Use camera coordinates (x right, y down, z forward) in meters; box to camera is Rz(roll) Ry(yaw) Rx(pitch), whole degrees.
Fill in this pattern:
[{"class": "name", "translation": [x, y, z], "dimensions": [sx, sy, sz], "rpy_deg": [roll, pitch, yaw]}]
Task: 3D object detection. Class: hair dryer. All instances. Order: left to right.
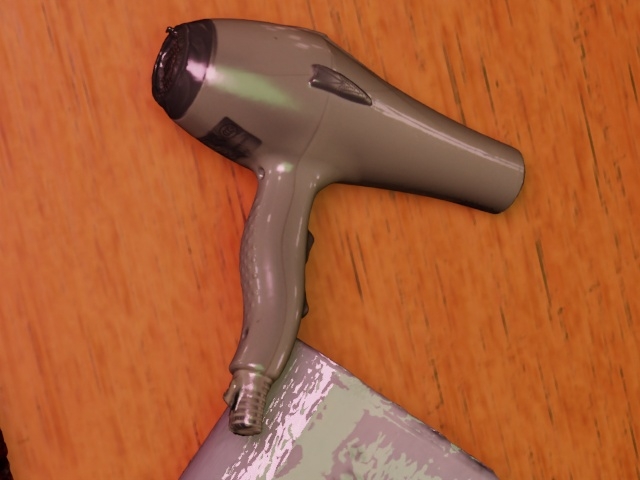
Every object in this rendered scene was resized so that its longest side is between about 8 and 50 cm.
[{"class": "hair dryer", "translation": [0.024, -0.015, 1.091], "dimensions": [0.219, 0.088, 0.224], "rpy_deg": [-5, 76, -32]}]

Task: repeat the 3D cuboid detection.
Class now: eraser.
[{"class": "eraser", "translation": [-0.018, 0.189, 1.098], "dimensions": [0.174, 0.081, 0.227], "rpy_deg": [36, 82, -12]}]

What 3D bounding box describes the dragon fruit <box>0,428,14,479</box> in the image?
[{"class": "dragon fruit", "translation": [-0.252, 0.123, 1.006], "dimensions": [0.192, 0.122, 0.092], "rpy_deg": [-19, 112, -19]}]
